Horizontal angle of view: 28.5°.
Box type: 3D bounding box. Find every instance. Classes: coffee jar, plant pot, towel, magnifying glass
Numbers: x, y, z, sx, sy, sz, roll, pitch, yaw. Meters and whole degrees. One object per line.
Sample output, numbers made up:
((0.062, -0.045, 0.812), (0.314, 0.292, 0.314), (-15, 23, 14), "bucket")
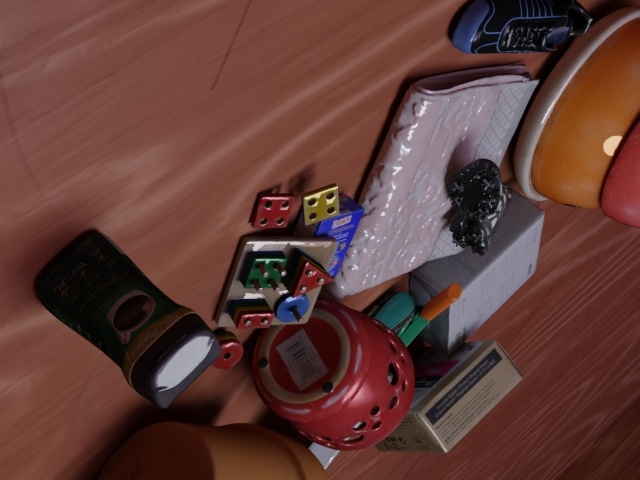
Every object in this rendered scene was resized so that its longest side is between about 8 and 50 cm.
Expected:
((-0.188, 0.080, 1.250), (0.096, 0.184, 0.079), (-43, 153, -17), "coffee jar")
((0.015, 0.175, 1.706), (0.191, 0.191, 0.174), (-51, 149, -3), "plant pot")
((-0.152, 0.354, 1.585), (0.291, 0.291, 0.203), (-53, 138, 1), "plant pot")
((0.160, -0.086, 1.770), (0.317, 0.053, 0.332), (-17, 137, -50), "towel")
((0.155, 0.120, 1.943), (0.092, 0.026, 0.231), (-58, -176, -32), "magnifying glass")

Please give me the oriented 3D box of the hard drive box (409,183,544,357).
((0.253, 0.050, 2.051), (0.232, 0.089, 0.181), (-40, 152, -23), "hard drive box")

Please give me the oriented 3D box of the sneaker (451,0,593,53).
((0.269, -0.284, 1.652), (0.232, 0.090, 0.081), (-28, 145, -41), "sneaker")

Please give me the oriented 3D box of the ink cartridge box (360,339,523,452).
((0.190, 0.258, 2.079), (0.193, 0.088, 0.234), (-41, -170, -25), "ink cartridge box")

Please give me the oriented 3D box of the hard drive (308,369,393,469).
((0.037, 0.279, 1.927), (0.203, 0.040, 0.307), (-53, 173, -2), "hard drive")

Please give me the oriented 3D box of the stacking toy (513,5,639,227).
((0.568, -0.106, 1.923), (0.350, 0.480, 0.351), (-38, 150, -26), "stacking toy")

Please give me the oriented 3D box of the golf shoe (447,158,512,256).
((0.229, -0.067, 1.780), (0.094, 0.077, 0.198), (-53, 163, -28), "golf shoe")

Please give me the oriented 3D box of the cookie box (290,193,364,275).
((0.000, 0.000, 1.625), (0.091, 0.040, 0.107), (-15, 137, -49), "cookie box")

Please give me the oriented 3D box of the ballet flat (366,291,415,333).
((0.071, 0.147, 1.910), (0.188, 0.070, 0.070), (-31, 147, -31), "ballet flat")

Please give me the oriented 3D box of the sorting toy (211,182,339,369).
((-0.046, 0.053, 1.559), (0.132, 0.046, 0.275), (0, 126, -32), "sorting toy")
